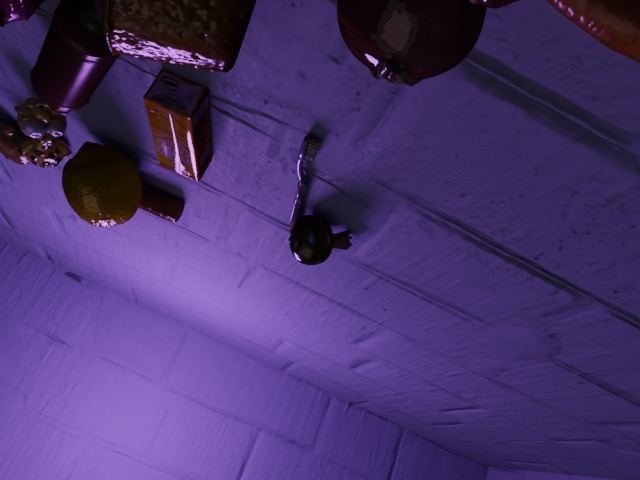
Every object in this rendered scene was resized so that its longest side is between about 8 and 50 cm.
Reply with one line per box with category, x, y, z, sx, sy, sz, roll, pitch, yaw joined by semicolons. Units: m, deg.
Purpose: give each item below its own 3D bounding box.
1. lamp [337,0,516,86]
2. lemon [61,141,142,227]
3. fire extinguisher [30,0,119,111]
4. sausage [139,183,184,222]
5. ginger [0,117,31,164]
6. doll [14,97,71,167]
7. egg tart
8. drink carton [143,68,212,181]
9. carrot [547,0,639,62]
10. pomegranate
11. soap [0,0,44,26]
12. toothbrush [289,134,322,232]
lamp;0.094;-0.235;0.475;0.215;0.151;0.223;57;178;26
lemon;-0.516;-0.127;1.181;0.180;0.180;0.193;25;115;-3
fire extinguisher;-0.396;-0.333;0.802;0.337;0.106;0.147;-15;110;51
sausage;-0.445;-0.105;1.299;0.169;0.065;0.065;24;154;-1
ginger;-0.812;-0.258;1.299;0.115;0.081;0.205;15;163;47
doll;-0.655;-0.249;1.182;0.117;0.086;0.291;-10;168;-31
egg tart;-0.152;-0.287;0.577;0.147;0.203;0.202;20;155;-13
drink carton;-0.266;-0.209;0.949;0.096;0.071;0.223;23;155;1
carrot;0.248;-0.241;0.478;0.256;0.061;0.061;27;154;-2
pomegranate;0.000;0.000;1.097;0.142;0.115;0.114;1;157;-11
soap;-0.547;-0.438;0.708;0.289;0.112;0.182;33;150;-15
toothbrush;-0.043;-0.098;1.023;0.037;0.028;0.375;16;154;-2
